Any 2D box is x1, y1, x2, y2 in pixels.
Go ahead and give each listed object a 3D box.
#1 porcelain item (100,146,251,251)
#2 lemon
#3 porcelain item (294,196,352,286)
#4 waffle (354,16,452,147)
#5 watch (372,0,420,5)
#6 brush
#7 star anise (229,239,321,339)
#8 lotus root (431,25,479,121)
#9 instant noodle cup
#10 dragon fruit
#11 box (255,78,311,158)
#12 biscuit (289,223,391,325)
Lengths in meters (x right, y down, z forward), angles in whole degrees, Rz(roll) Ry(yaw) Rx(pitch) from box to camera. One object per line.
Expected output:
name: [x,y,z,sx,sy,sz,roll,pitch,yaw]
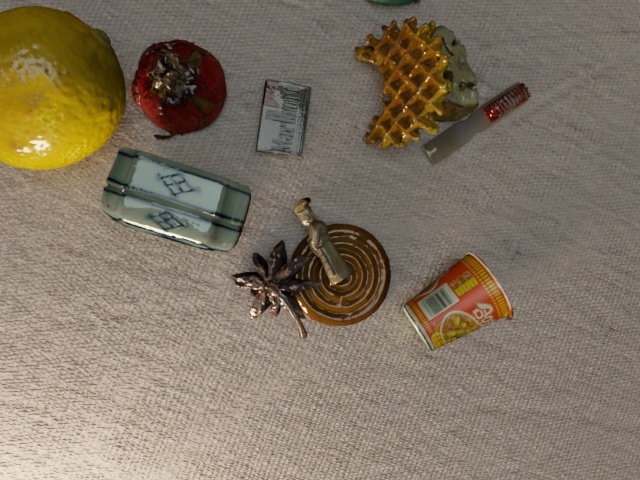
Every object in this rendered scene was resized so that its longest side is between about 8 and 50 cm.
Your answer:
porcelain item: [-0.297,-0.078,1.107,0.281,0.286,0.157,19,89,-9]
lemon: [-0.572,-0.305,1.065,0.336,0.336,0.336,0,89,-8]
porcelain item: [0.000,0.000,1.222,0.054,0.084,0.213,-30,88,21]
waffle: [0.198,-0.369,1.216,0.069,0.259,0.293,-9,94,-42]
watch: [0.173,-0.696,1.297,0.195,0.068,0.237,-28,89,-10]
brush: [0.408,-0.305,1.330,0.321,0.050,0.060,-34,97,-6]
star anise: [-0.099,0.116,1.217,0.231,0.089,0.209,35,101,20]
lotus root: [0.286,-0.403,1.277,0.138,0.119,0.235,-26,94,-12]
instant noodle cup: [0.322,0.162,1.254,0.212,0.193,0.193,-32,93,0]
dragon fruit: [-0.325,-0.363,1.176,0.223,0.148,0.218,-30,94,-7]
box: [-0.091,-0.294,1.264,0.115,0.036,0.178,8,88,-8]
biscuit: [0.051,0.085,1.278,0.262,0.037,0.262,0,88,-7]
